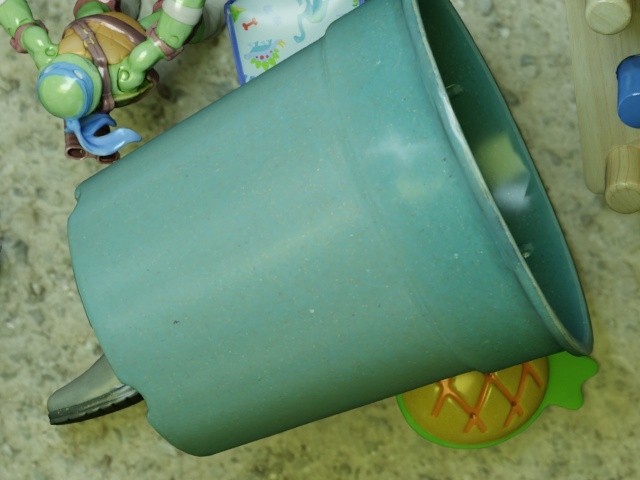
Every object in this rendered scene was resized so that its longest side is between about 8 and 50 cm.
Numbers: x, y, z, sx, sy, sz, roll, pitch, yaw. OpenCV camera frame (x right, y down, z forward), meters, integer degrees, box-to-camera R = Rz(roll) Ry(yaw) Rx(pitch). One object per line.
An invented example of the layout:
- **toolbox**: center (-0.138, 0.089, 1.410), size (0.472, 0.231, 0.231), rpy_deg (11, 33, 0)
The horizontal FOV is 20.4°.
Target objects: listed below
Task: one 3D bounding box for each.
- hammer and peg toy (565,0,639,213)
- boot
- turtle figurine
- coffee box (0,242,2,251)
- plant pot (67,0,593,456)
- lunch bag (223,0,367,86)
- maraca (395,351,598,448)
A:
- **hammer and peg toy**: center (0.315, -0.187, 1.401), size (0.266, 0.127, 0.361), rpy_deg (-3, 131, 14)
- **boot**: center (-0.169, 0.056, 1.644), size (0.246, 0.083, 0.161), rpy_deg (-29, 82, 6)
- **turtle figurine**: center (-0.180, -0.223, 1.512), size (0.198, 0.266, 0.275), rpy_deg (-28, 98, 20)
- **coffee box**: center (-0.540, 0.084, 1.552), size (0.338, 0.334, 0.338), rpy_deg (25, 94, 11)
- **plant pot**: center (0.000, 0.000, 1.434), size (0.334, 0.341, 0.341), rpy_deg (-25, 88, 13)
- **lunch bag**: center (-0.007, -0.155, 1.582), size (0.128, 0.096, 0.151), rpy_deg (-9, 106, 9)
- **maraca**: center (0.153, 0.114, 1.559), size (0.185, 0.099, 0.127), rpy_deg (-14, 92, -12)
